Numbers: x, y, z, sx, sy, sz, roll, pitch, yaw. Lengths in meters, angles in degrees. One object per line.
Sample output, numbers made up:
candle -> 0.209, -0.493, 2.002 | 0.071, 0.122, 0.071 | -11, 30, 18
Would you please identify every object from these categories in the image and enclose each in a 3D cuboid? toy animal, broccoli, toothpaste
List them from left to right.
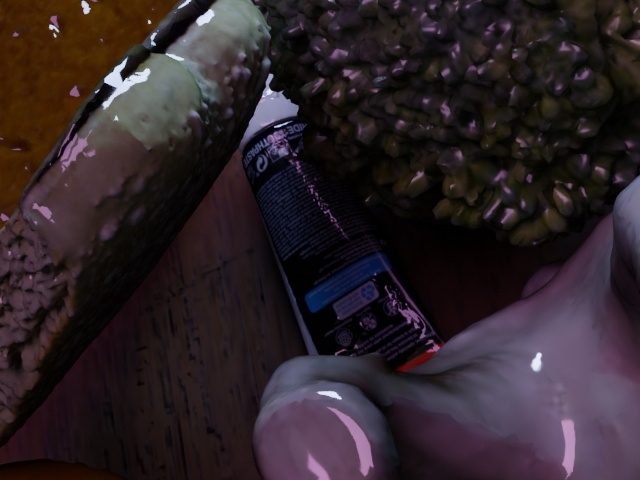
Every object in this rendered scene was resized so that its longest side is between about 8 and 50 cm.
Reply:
toothpaste -> 0.000, 0.000, 0.867 | 0.071, 0.045, 0.193 | -34, 62, 18
broccoli -> 0.075, -0.133, 0.762 | 0.260, 0.235, 0.288 | -37, 48, 17
toy animal -> 0.173, 0.125, 0.625 | 0.194, 0.303, 0.344 | -41, 80, 9

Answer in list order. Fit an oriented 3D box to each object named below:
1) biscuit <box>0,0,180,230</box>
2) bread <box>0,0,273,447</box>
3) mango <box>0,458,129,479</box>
biscuit -> -0.222, -0.119, 1.014 | 0.350, 0.070, 0.394 | -47, 56, -3
bread -> -0.091, -0.011, 0.752 | 0.056, 0.286, 0.207 | 37, 58, -3
mango -> -0.177, 0.215, 0.780 | 0.287, 0.152, 0.201 | -30, 52, 10
